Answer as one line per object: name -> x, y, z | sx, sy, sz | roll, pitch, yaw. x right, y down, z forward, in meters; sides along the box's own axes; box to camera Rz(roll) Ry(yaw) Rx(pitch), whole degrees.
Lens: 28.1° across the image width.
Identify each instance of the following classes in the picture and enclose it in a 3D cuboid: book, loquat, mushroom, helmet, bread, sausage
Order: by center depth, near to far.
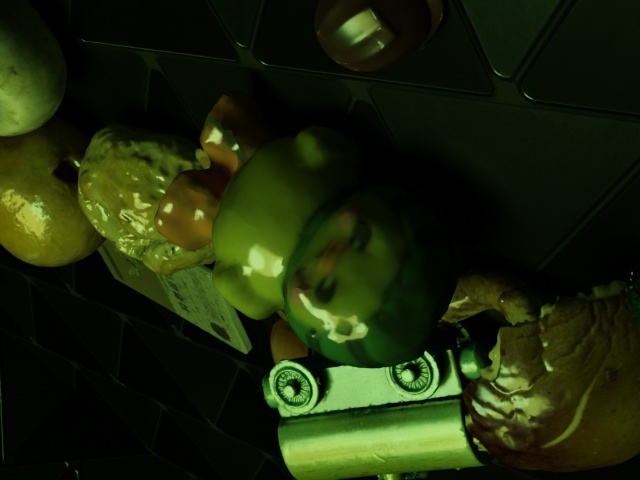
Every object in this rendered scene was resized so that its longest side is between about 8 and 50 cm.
helmet -> 0.042, -0.187, 1.089 | 0.098, 0.070, 0.123 | 47, 157, -13
mushroom -> 0.206, 0.090, 1.238 | 0.301, 0.208, 0.233 | 41, 119, 25
mushroom -> -0.434, -0.231, 1.616 | 0.255, 0.184, 0.255 | 20, 148, 13
bread -> -0.217, -0.050, 1.661 | 0.244, 0.134, 0.244 | 34, 159, 15
sausage -> 0.021, 0.173, 1.699 | 0.274, 0.105, 0.105 | 24, 154, 56
loquat -> -0.388, -0.072, 1.812 | 0.238, 0.193, 0.238 | 24, 141, 21
book -> -0.254, 0.055, 2.051 | 0.310, 0.021, 0.217 | 26, 153, 31

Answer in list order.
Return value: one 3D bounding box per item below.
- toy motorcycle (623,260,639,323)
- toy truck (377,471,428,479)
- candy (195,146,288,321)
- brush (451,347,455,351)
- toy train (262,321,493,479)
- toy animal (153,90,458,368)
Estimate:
toy motorcycle -> 0.404, 0.157, 1.040 | 0.237, 0.169, 0.410 | 23, 157, 49
toy truck -> 0.125, 0.241, 1.605 | 0.081, 0.175, 0.067 | 39, 158, 20
candy -> -0.052, -0.007, 1.535 | 0.271, 0.101, 0.143 | 53, 160, -14
brush -> 0.195, 0.183, 1.535 | 0.327, 0.065, 0.070 | 29, 152, 24
toy train -> 0.077, 0.190, 1.508 | 0.307, 0.126, 0.189 | -12, 107, 31
toy animal -> 0.002, 0.001, 1.338 | 0.338, 0.216, 0.191 | 33, -177, 33
